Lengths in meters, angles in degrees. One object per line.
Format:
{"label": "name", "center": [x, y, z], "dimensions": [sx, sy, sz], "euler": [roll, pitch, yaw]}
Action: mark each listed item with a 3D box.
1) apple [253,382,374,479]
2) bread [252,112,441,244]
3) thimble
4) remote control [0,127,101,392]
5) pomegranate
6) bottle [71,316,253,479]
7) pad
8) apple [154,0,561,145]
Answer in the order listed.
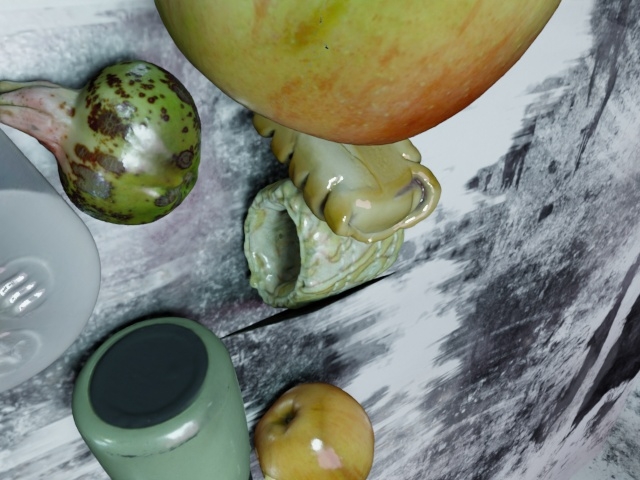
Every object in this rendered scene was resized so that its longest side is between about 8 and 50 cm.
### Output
{"label": "apple", "center": [-0.010, 0.302, 0.885], "dimensions": [0.199, 0.199, 0.199], "euler": [-24, 132, -29]}
{"label": "bread", "center": [0.013, -0.097, 0.586], "dimensions": [0.134, 0.225, 0.081], "euler": [-29, 174, -31]}
{"label": "thimble", "center": [0.000, 0.000, 0.696], "dimensions": [0.144, 0.137, 0.190], "euler": [-20, 154, -35]}
{"label": "remote control", "center": [-0.309, 0.009, 0.443], "dimensions": [0.221, 0.103, 0.332], "euler": [-39, 136, -13]}
{"label": "pomegranate", "center": [-0.173, -0.080, 0.485], "dimensions": [0.163, 0.125, 0.138], "euler": [2, 129, -42]}
{"label": "bottle", "center": [-0.162, 0.255, 0.717], "dimensions": [0.169, 0.168, 0.346], "euler": [-30, 139, -23]}
{"label": "pad", "center": [-0.009, 0.077, 0.722], "dimensions": [0.211, 0.143, 0.003], "euler": [-17, 87, -58]}
{"label": "apple", "center": [0.024, -0.223, 0.427], "dimensions": [0.319, 0.319, 0.277], "euler": [12, 126, -46]}
